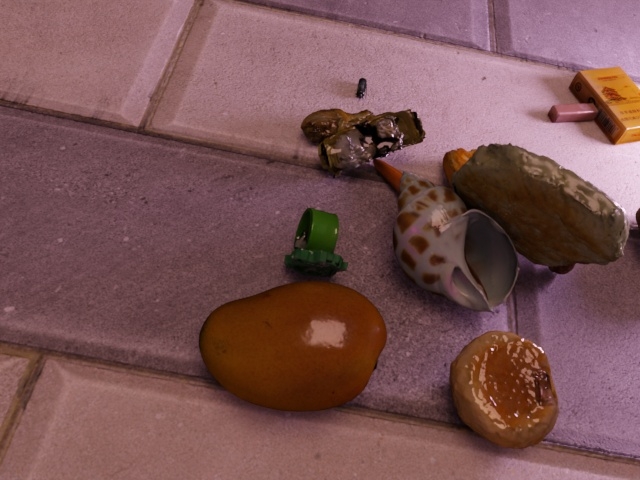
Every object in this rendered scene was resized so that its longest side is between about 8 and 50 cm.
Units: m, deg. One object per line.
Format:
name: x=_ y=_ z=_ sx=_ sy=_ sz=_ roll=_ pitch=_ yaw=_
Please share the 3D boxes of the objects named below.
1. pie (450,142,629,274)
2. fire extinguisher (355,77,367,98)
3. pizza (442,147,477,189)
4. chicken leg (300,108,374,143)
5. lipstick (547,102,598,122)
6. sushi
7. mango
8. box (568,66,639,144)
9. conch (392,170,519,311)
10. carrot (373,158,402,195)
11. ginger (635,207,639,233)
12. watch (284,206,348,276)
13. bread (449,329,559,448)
pie: x=0.494 y=-0.083 z=1.416 sx=0.395 sy=0.418 sz=0.180 roll=34 pitch=84 yaw=9
fire extinguisher: x=0.126 y=-0.454 z=1.879 sx=0.038 sy=0.025 sz=0.083 roll=27 pitch=50 yaw=-19
pizza: x=0.475 y=-0.180 z=1.714 sx=0.297 sy=0.071 sz=0.189 roll=0 pitch=43 yaw=-15
chicken leg: x=0.057 y=-0.320 z=1.738 sx=0.228 sy=0.088 sz=0.103 roll=-8 pitch=46 yaw=-23
lipstick: x=0.790 y=-0.400 z=1.947 sx=0.146 sy=0.045 sz=0.045 roll=-6 pitch=54 yaw=-14
sushi: x=0.131 y=-0.273 z=1.647 sx=0.291 sy=0.139 sz=0.131 roll=-20 pitch=18 yaw=0
mango: x=-0.057 y=0.208 z=1.245 sx=0.378 sy=0.221 sz=0.263 roll=1 pitch=58 yaw=3
box: x=0.946 y=-0.433 z=1.982 sx=0.174 sy=0.076 sz=0.274 roll=-10 pitch=56 yaw=-19
conch: x=0.293 y=-0.006 z=1.447 sx=0.250 sy=0.197 sz=0.367 roll=-25 pitch=92 yaw=9
carrot: x=0.224 y=-0.132 z=1.643 sx=0.062 sy=0.066 sz=0.271 roll=14 pitch=41 yaw=-46
ginger: x=0.971 y=-0.038 z=1.645 sx=0.245 sy=0.155 sz=0.304 roll=39 pitch=57 yaw=20
watch: x=0.000 y=0.000 z=1.436 sx=0.131 sy=0.165 sz=0.151 roll=15 pitch=70 yaw=-14
bread: x=0.380 y=0.313 z=1.296 sx=0.245 sy=0.134 sz=0.244 roll=6 pitch=55 yaw=-9
